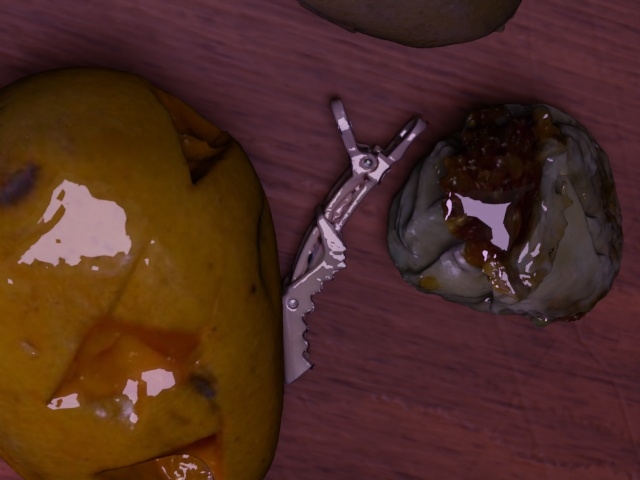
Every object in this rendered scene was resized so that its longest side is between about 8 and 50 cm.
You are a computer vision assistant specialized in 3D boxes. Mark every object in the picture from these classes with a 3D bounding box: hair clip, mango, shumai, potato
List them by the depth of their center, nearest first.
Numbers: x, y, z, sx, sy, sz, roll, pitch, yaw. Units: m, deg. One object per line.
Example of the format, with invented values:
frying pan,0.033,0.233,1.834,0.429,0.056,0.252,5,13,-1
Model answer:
potato,0.049,-0.225,1.247,0.178,0.160,0.235,-32,122,19
mango,-0.140,0.051,1.304,0.253,0.182,0.365,-24,122,-4
shumai,0.150,-0.009,1.334,0.184,0.142,0.184,-1,107,-4
hair clip,0.000,0.000,1.373,0.072,0.034,0.226,22,105,-11
